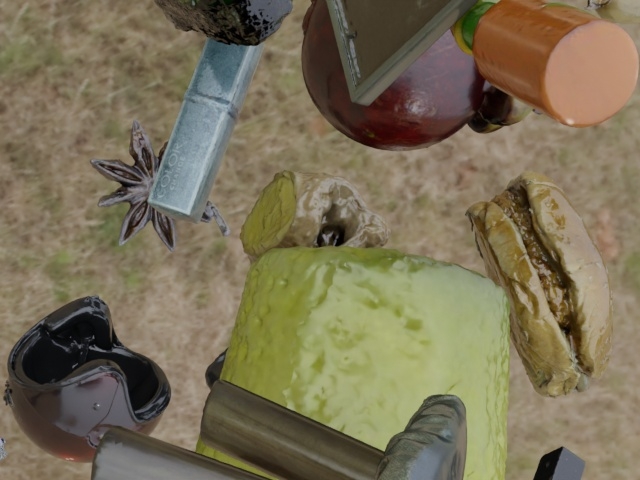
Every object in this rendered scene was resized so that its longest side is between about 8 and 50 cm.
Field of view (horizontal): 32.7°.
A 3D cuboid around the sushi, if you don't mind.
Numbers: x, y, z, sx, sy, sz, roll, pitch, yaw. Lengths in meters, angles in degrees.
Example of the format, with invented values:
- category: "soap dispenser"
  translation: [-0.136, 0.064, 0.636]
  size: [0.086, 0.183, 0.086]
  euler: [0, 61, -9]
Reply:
- category: "sushi"
  translation: [-0.143, -0.339, 1.411]
  size: [0.124, 0.225, 0.127]
  euler: [-56, 141, -9]

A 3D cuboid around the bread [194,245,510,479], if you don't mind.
- category: "bread"
  translation: [0.043, 0.168, 1.190]
  size: [0.348, 0.348, 0.308]
  euler: [12, 83, -47]

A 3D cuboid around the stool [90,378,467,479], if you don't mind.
- category: "stool"
  translation: [-0.023, 0.263, 0.780]
  size: [0.310, 0.226, 0.310]
  euler: [-10, 106, -78]

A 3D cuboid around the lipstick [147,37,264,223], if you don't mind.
- category: "lipstick"
  translation: [-0.163, -0.167, 1.552]
  size: [0.076, 0.077, 0.290]
  euler: [62, 47, -77]

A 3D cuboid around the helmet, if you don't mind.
- category: "helmet"
  translation: [-0.307, 0.193, 1.435]
  size: [0.216, 0.193, 0.189]
  euler: [13, 23, -26]

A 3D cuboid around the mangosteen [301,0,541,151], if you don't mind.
- category: "mangosteen"
  translation: [0.110, -0.178, 1.032]
  size: [0.257, 0.215, 0.215]
  euler: [21, 52, 6]

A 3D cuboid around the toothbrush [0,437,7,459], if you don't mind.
- category: "toothbrush"
  translation: [-0.486, 0.249, 1.302]
  size: [0.024, 0.288, 0.026]
  euler: [-38, 119, -60]

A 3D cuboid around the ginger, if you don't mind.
- category: "ginger"
  translation: [0.000, 0.000, 1.521]
  size: [0.221, 0.275, 0.130]
  euler: [28, 65, -31]

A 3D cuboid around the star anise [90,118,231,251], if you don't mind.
- category: "star anise"
  translation: [-0.266, -0.083, 1.847]
  size: [0.262, 0.081, 0.230]
  euler: [29, 82, -13]

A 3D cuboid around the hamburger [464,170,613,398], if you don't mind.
- category: "hamburger"
  translation: [0.294, 0.058, 1.409]
  size: [0.283, 0.144, 0.259]
  euler: [71, -2, -54]

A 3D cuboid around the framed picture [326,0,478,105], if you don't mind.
- category: "framed picture"
  translation: [0.059, -0.262, 0.827]
  size: [0.018, 0.192, 0.265]
  euler: [11, 55, -37]

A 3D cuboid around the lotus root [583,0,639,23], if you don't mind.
- category: "lotus root"
  translation: [0.344, -0.277, 1.209]
  size: [0.150, 0.062, 0.073]
  euler: [-15, 124, -40]

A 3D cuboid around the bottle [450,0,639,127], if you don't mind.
- category: "bottle"
  translation: [0.135, -0.130, 0.725]
  size: [0.069, 0.187, 0.069]
  euler: [-7, 113, -16]

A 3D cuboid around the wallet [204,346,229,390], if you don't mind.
- category: "wallet"
  translation: [0.036, 0.250, 1.508]
  size: [0.228, 0.406, 0.062]
  euler: [-38, 147, -13]

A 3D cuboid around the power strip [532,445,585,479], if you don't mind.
- category: "power strip"
  translation: [0.189, 0.226, 0.910]
  size: [0.029, 0.038, 0.111]
  euler: [34, 56, -7]
